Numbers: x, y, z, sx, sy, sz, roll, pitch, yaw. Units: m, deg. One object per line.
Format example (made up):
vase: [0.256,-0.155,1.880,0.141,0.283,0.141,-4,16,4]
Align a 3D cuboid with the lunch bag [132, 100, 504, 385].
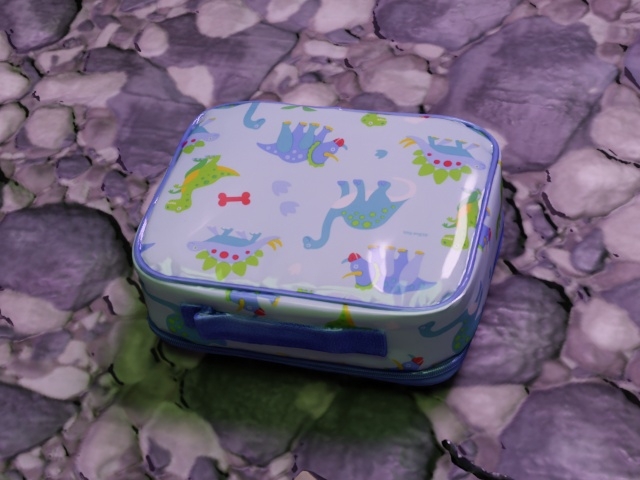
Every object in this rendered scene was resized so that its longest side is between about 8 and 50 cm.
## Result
lunch bag: [0.000,0.000,0.900,0.219,0.090,0.176,6,48,14]

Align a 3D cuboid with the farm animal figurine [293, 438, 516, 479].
farm animal figurine: [0.001,0.223,0.633,0.327,0.172,0.330,-49,45,20]
